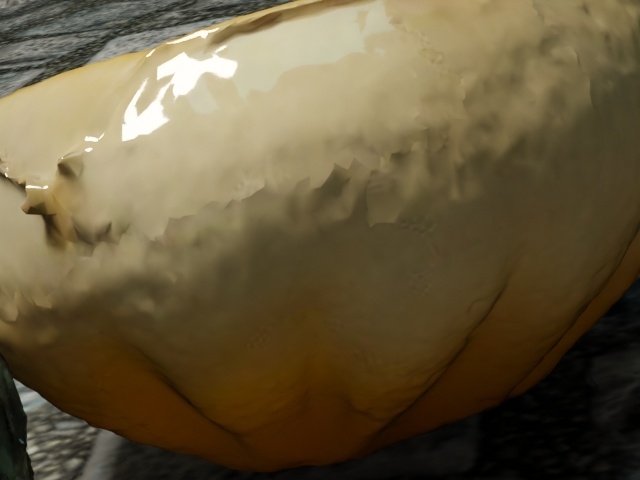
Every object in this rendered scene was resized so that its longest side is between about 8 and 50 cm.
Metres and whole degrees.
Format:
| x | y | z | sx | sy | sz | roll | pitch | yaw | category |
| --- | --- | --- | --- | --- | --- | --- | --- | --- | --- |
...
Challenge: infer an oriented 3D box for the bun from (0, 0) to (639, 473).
| x | y | z | sx | sy | sz | roll | pitch | yaw | category |
| --- | --- | --- | --- | --- | --- | --- | --- | --- | --- |
| 0.000 | 0.000 | 0.596 | 0.299 | 0.164 | 0.299 | -16 | 3 | 1 | bun |

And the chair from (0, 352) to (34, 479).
| x | y | z | sx | sy | sz | roll | pitch | yaw | category |
| --- | --- | --- | --- | --- | --- | --- | --- | --- | --- |
| -0.158 | 0.076 | 0.513 | 0.147 | 0.136 | 0.270 | -7 | 16 | 12 | chair |
